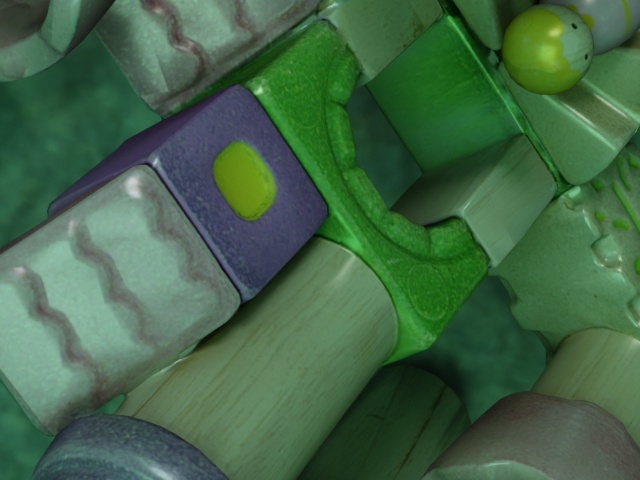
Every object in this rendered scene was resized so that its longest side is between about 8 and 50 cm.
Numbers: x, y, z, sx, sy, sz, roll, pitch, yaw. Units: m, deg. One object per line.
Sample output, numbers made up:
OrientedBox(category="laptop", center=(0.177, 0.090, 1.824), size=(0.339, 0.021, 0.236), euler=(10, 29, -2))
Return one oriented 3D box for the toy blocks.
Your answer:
OrientedBox(category="toy blocks", center=(0.000, 0.000, 0.422), size=(0.309, 0.260, 0.288), euler=(-23, 107, 41))
